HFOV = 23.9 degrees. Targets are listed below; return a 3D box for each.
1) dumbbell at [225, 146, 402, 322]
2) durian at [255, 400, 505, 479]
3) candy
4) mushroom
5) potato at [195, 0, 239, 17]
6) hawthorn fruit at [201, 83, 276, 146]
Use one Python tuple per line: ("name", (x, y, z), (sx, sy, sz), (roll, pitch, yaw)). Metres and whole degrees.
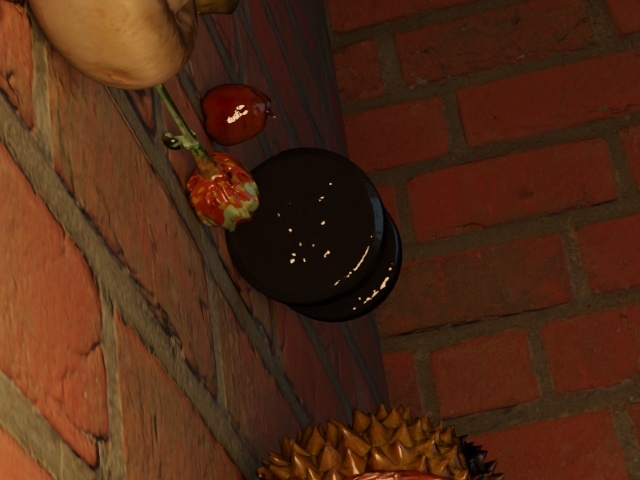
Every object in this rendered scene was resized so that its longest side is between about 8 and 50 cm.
("dumbbell", (0.000, 0.000, 2.050), (0.322, 0.204, 0.204), (43, 35, -79))
("durian", (0.066, 0.346, 1.600), (0.384, 0.347, 0.347), (30, -38, 55))
("candy", (-0.141, -0.108, 1.667), (0.084, 0.078, 0.287), (62, 0, 37))
("mushroom", (-0.160, -0.238, 1.271), (0.226, 0.178, 0.226), (173, -90, -88))
("potato", (-0.151, -0.389, 1.925), (0.149, 0.113, 0.251), (81, 8, -64))
("hawthorn fruit", (-0.104, -0.164, 1.951), (0.081, 0.093, 0.081), (-11, 90, -84))
